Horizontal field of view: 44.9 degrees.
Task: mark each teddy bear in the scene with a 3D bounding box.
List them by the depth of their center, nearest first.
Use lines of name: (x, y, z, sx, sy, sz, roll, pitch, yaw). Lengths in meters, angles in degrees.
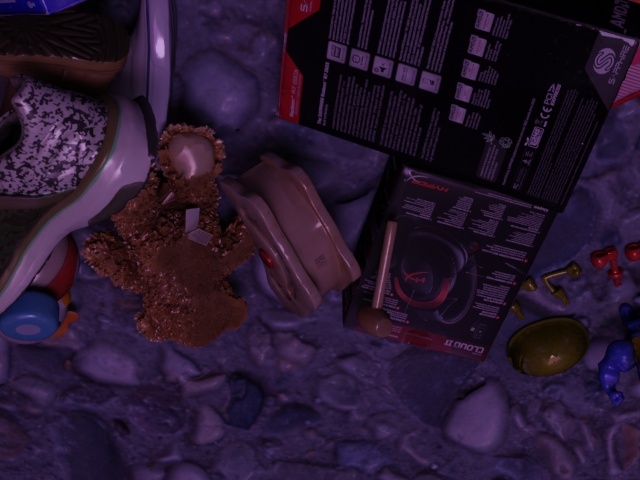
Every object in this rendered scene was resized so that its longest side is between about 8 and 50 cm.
teddy bear: (-0.196, -0.007, 1.041, 0.245, 0.113, 0.338, -38, 136, -10)

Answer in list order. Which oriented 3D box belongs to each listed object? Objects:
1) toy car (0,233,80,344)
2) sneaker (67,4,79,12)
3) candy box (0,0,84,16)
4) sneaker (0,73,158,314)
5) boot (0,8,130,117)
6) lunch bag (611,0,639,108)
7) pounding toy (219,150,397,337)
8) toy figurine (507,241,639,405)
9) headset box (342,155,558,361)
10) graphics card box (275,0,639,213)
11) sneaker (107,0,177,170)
toy car: (-0.408, 0.073, 1.091, 0.210, 0.219, 0.238, -13, 148, 7)
sneaker: (-0.355, -0.333, 0.866, 0.097, 0.135, 0.276, -8, 118, 7)
candy box: (-0.249, -0.411, 0.737, 0.122, 0.268, 0.317, 11, 128, 36)
sneaker: (-0.375, -0.053, 0.860, 0.410, 0.158, 0.182, -37, 138, 22)
boot: (-0.356, -0.159, 0.889, 0.236, 0.089, 0.269, 10, 150, -25)
lunch bag: (0.331, -0.307, 0.892, 0.258, 0.120, 0.293, -24, 119, 9)
pounding toy: (0.000, 0.000, 1.010, 0.154, 0.154, 0.270, -35, 106, -17)
toy figurine: (0.450, 0.140, 1.082, 0.362, 0.217, 0.191, -17, 118, 9)
headset box: (0.164, 0.028, 1.080, 0.217, 0.110, 0.293, 14, 119, -7)
graphics card box: (0.141, -0.196, 0.874, 0.370, 0.094, 0.233, 20, 134, 13)
sneaker: (-0.230, -0.203, 0.960, 0.091, 0.094, 0.258, 7, 120, -9)
